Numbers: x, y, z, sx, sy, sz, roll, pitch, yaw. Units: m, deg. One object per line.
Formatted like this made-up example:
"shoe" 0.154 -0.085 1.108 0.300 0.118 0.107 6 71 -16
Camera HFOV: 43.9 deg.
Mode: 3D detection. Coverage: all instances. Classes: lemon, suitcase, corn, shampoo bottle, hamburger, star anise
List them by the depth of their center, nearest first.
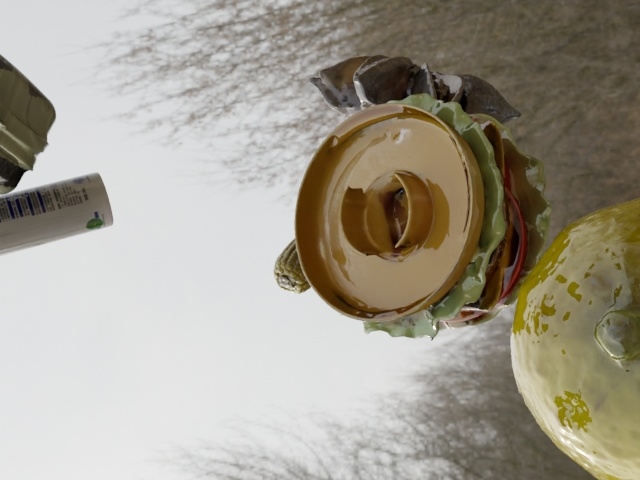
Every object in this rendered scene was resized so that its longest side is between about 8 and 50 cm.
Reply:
"lemon" 0.287 0.087 0.645 0.320 0.245 0.245 17 -112 -54
"hamburger" 0.125 -0.022 0.907 0.212 0.274 0.274 6 -102 -48
"suitcase" -0.544 -0.189 1.062 0.194 0.352 0.339 -64 -7 -9
"star anise" 0.148 -0.199 1.173 0.108 0.315 0.315 -71 -20 0
"shampoo bottle" -0.472 -0.024 1.195 0.092 0.303 0.092 51 150 44
"corn" 0.000 0.000 1.392 0.231 0.080 0.080 -50 -43 -33
